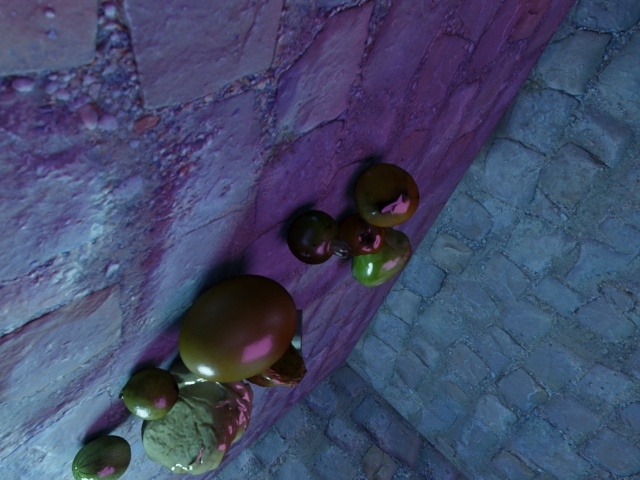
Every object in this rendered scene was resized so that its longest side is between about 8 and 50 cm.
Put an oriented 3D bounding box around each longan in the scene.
[{"bbox_3d":[-0.500,0.444,1.301,0.145,0.176,0.154,-75,156,-67],"label":"longan"}]

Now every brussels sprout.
[{"bbox_3d":[0.276,0.066,2.072,0.328,0.247,0.328,-40,173,-6],"label":"brussels sprout"}]

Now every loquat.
[{"bbox_3d":[0.230,-0.158,1.592,0.235,0.235,0.235,-41,159,-20],"label":"loquat"},{"bbox_3d":[0.161,-0.022,1.736,0.188,0.175,0.234,-23,-179,0],"label":"loquat"}]

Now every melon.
[{"bbox_3d":[-0.653,0.664,1.356,0.139,0.139,0.192,-52,157,8],"label":"melon"}]

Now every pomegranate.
[{"bbox_3d":[0.000,0.000,1.419,0.180,0.210,0.179,-51,155,-35],"label":"pomegranate"}]

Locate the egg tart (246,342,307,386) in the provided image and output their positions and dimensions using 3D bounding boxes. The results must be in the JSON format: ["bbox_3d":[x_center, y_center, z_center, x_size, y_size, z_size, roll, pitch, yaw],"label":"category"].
[{"bbox_3d":[-0.203,0.398,1.542,0.129,0.341,0.341,-53,160,7],"label":"egg tart"}]

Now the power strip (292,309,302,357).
[{"bbox_3d":[-0.140,0.455,1.918,0.229,0.142,0.260,91,0,-47],"label":"power strip"}]

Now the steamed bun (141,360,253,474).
[{"bbox_3d":[-0.381,0.553,1.434,0.230,0.325,0.371,33,74,-68],"label":"steamed bun"}]

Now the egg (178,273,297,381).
[{"bbox_3d":[-0.230,0.247,1.276,0.351,0.283,0.282,-35,155,-33],"label":"egg"}]
